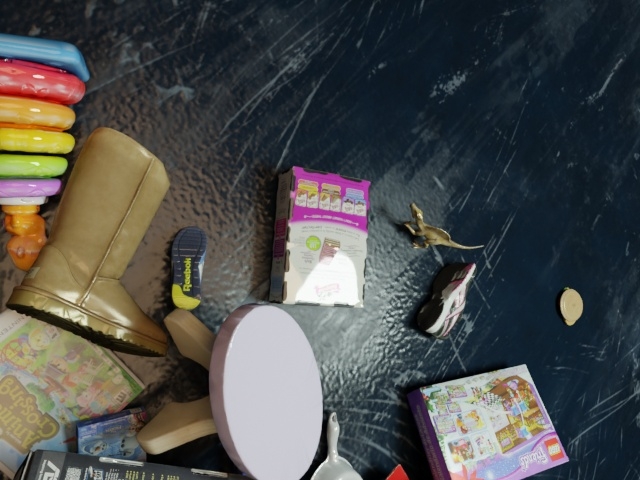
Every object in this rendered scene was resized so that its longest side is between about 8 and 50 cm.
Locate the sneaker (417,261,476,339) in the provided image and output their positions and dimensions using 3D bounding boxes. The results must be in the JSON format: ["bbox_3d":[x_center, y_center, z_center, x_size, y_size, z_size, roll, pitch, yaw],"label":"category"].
[{"bbox_3d":[0.269,0.125,0.965,0.077,0.072,0.178,45,76,-29],"label":"sneaker"}]

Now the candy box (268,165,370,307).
[{"bbox_3d":[0.000,0.000,0.830,0.159,0.071,0.233,8,81,-26],"label":"candy box"}]

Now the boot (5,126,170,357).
[{"bbox_3d":[-0.274,0.010,0.673,0.236,0.089,0.269,45,49,-44],"label":"boot"}]

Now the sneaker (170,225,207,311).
[{"bbox_3d":[-0.210,0.046,0.735,0.053,0.059,0.144,8,62,-14],"label":"sneaker"}]

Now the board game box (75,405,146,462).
[{"bbox_3d":[-0.297,0.293,0.666,0.090,0.020,0.089,-4,101,-35],"label":"board game box"}]

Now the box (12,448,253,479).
[{"bbox_3d":[-0.201,0.447,0.483,0.319,0.097,0.394,22,40,-28],"label":"box"}]

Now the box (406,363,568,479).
[{"bbox_3d":[0.333,0.373,0.929,0.294,0.057,0.200,-2,61,-26],"label":"box"}]

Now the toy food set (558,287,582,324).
[{"bbox_3d":[0.618,0.160,1.153,0.082,0.020,0.083,-45,105,-23],"label":"toy food set"}]

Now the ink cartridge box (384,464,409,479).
[{"bbox_3d":[0.110,0.530,0.811,0.231,0.078,0.134,-43,127,-23],"label":"ink cartridge box"}]

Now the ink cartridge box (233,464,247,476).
[{"bbox_3d":[-0.091,0.441,0.758,0.097,0.046,0.206,5,83,-28],"label":"ink cartridge box"}]

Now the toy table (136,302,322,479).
[{"bbox_3d":[-0.115,0.207,0.662,0.252,0.161,0.274,-28,114,-51],"label":"toy table"}]

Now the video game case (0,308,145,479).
[{"bbox_3d":[-0.391,0.199,0.643,0.193,0.023,0.212,-43,104,-23],"label":"video game case"}]

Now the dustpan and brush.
[{"bbox_3d":[0.026,0.413,0.817,0.147,0.060,0.211,6,92,-40],"label":"dustpan and brush"}]

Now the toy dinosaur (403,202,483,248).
[{"bbox_3d":[0.229,-0.007,0.933,0.183,0.093,0.053,30,73,-21],"label":"toy dinosaur"}]

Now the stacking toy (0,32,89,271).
[{"bbox_3d":[-0.397,-0.105,0.615,0.166,0.175,0.301,-1,100,-21],"label":"stacking toy"}]
